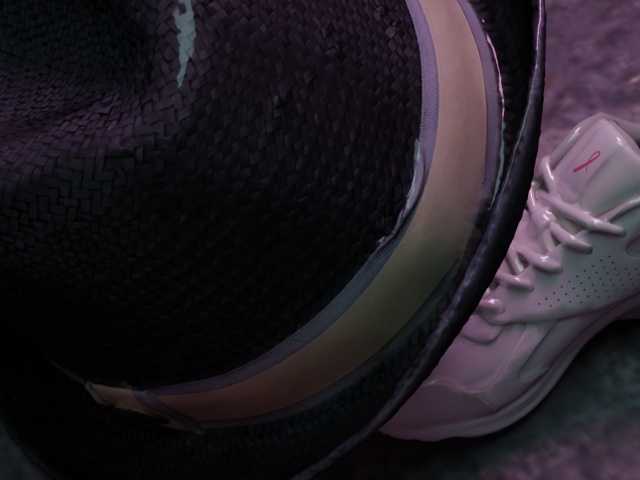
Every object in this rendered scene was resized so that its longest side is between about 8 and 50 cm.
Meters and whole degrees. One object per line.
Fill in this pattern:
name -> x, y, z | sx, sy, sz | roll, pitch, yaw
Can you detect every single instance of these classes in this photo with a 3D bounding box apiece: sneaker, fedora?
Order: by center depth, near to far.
fedora -> -0.078, -0.055, 0.684 | 0.334, 0.152, 0.334 | -22, 55, 36
sneaker -> 0.099, -0.002, 0.751 | 0.232, 0.115, 0.090 | -27, 55, -18
